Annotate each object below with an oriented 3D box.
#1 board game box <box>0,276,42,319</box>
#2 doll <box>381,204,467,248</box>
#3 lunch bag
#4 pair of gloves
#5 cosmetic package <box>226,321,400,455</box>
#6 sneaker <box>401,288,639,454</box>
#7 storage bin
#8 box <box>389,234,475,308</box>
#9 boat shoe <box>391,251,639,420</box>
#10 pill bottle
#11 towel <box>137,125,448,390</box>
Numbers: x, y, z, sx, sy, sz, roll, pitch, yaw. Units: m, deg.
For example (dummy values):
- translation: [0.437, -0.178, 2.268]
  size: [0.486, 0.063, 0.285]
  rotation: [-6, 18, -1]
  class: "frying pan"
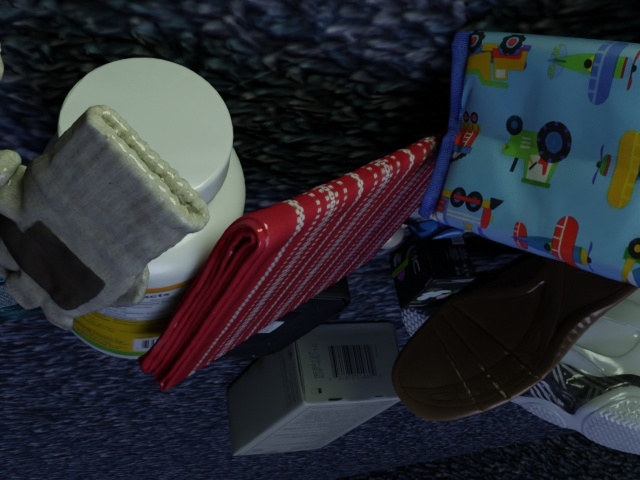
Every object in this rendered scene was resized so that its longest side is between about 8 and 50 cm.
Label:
- translation: [-0.238, 0.029, 0.792]
  size: [0.186, 0.026, 0.126]
  rotation: [-11, 157, 4]
  class: "board game box"
- translation: [0.123, -0.038, 0.760]
  size: [0.189, 0.046, 0.129]
  rotation: [-21, 145, 28]
  class: "doll"
- translation: [0.255, -0.051, 0.595]
  size: [0.293, 0.138, 0.221]
  rotation: [0, -165, -43]
  class: "lunch bag"
- translation: [-0.176, -0.056, 0.440]
  size: [0.240, 0.042, 0.204]
  rotation: [44, 141, -7]
  class: "pair of gloves"
- translation: [-0.017, 0.223, 1.227]
  size: [0.160, 0.113, 0.309]
  rotation: [1, 155, -25]
  class: "cosmetic package"
- translation: [0.294, 0.105, 1.065]
  size: [0.366, 0.210, 0.137]
  rotation: [26, 154, 4]
  class: "sneaker"
- translation: [-0.066, 0.051, 0.843]
  size: [0.122, 0.084, 0.180]
  rotation: [6, 153, -33]
  class: "storage bin"
- translation: [0.117, 0.030, 0.894]
  size: [0.052, 0.062, 0.083]
  rotation: [-2, 155, -23]
  class: "box"
- translation: [0.231, 0.075, 0.921]
  size: [0.342, 0.123, 0.123]
  rotation: [-42, 167, 12]
  class: "boat shoe"
- translation: [-0.127, -0.015, 0.594]
  size: [0.136, 0.136, 0.245]
  rotation: [-4, 156, -15]
  class: "pill bottle"
- translation: [0.000, 0.000, 0.629]
  size: [0.275, 0.031, 0.199]
  rotation: [-29, 164, -45]
  class: "towel"
